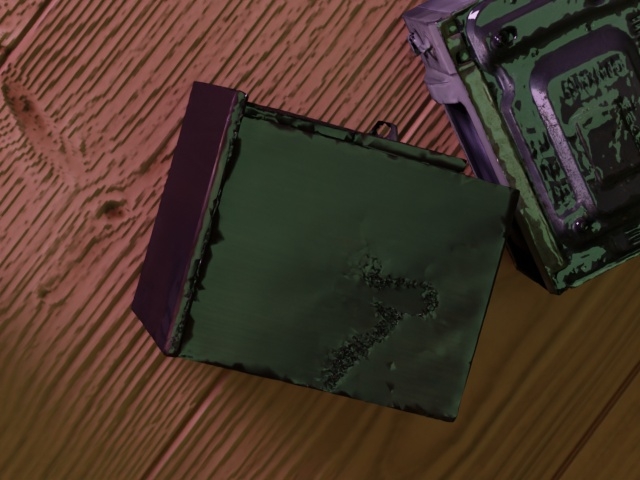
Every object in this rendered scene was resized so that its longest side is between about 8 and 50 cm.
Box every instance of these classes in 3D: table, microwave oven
[{"bbox_3d":[0.000,0.000,1.171,0.193,0.169,0.172,15,94,-14],"label":"table"},{"bbox_3d":[0.169,-0.090,1.215,0.163,0.129,0.205,-27,103,-2],"label":"microwave oven"}]
